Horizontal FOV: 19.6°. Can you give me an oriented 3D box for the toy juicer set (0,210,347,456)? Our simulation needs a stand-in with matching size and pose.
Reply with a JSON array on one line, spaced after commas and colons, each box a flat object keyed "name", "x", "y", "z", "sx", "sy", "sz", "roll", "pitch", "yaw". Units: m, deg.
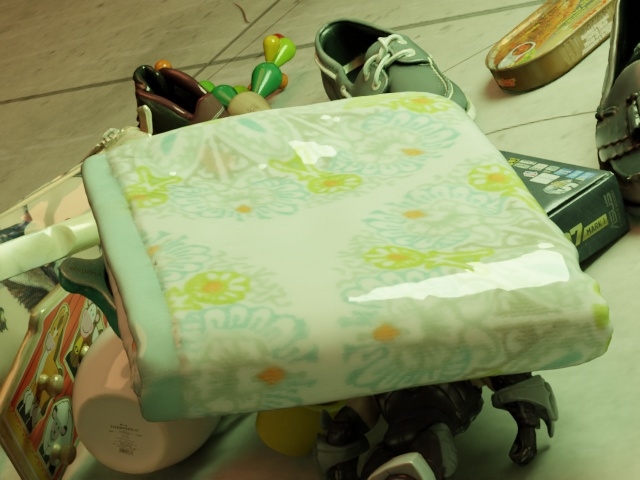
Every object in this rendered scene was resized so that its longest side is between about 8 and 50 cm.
[{"name": "toy juicer set", "x": -0.106, "y": 0.030, "z": 1.510, "sx": 0.089, "sy": 0.329, "sz": 0.209, "roll": -66, "pitch": -6, "yaw": 32}]

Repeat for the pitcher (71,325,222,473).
[{"name": "pitcher", "x": -0.105, "y": 0.107, "z": 1.577, "sx": 0.177, "sy": 0.125, "sz": 0.207, "roll": 4, "pitch": 32, "yaw": 19}]

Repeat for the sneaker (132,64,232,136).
[{"name": "sneaker", "x": -0.185, "y": -0.123, "z": 2.090, "sx": 0.281, "sy": 0.162, "sz": 0.106, "roll": -7, "pitch": 32, "yaw": 45}]

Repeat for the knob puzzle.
[{"name": "knob puzzle", "x": -0.212, "y": 0.113, "z": 1.593, "sx": 0.030, "sy": 0.213, "sz": 0.213, "roll": 13, "pitch": 39, "yaw": 16}]

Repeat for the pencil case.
[{"name": "pencil case", "x": -0.297, "y": 0.040, "z": 1.824, "sx": 0.410, "sy": 0.183, "sz": 0.160, "roll": -30, "pitch": 0, "yaw": -8}]

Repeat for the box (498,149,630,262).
[{"name": "box", "x": 0.111, "y": -0.008, "z": 1.540, "sx": 0.183, "sy": 0.059, "sz": 0.232, "roll": -32, "pitch": 25, "yaw": -24}]

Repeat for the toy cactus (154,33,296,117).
[{"name": "toy cactus", "x": -0.103, "y": -0.171, "z": 2.194, "sx": 0.219, "sy": 0.112, "sz": 0.180, "roll": -29, "pitch": 30, "yaw": -17}]

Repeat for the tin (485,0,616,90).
[{"name": "tin", "x": 0.251, "y": -0.216, "z": 1.888, "sx": 0.189, "sy": 0.040, "sz": 0.106, "roll": -40, "pitch": 19, "yaw": -19}]

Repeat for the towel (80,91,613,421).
[{"name": "towel", "x": 0.000, "y": 0.000, "z": 1.354, "sx": 0.320, "sy": 0.090, "sz": 0.374, "roll": -10, "pitch": 28, "yaw": -9}]

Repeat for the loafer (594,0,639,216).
[{"name": "loafer", "x": 0.275, "y": -0.127, "z": 1.585, "sx": 0.109, "sy": 0.095, "sz": 0.302, "roll": -23, "pitch": 23, "yaw": 22}]

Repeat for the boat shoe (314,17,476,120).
[{"name": "boat shoe", "x": 0.064, "y": -0.163, "z": 1.934, "sx": 0.116, "sy": 0.099, "sz": 0.319, "roll": -33, "pitch": 22, "yaw": -4}]

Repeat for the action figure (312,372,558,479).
[{"name": "action figure", "x": 0.065, "y": 0.149, "z": 1.287, "sx": 0.185, "sy": 0.099, "sz": 0.285, "roll": -28, "pitch": 17, "yaw": 28}]
